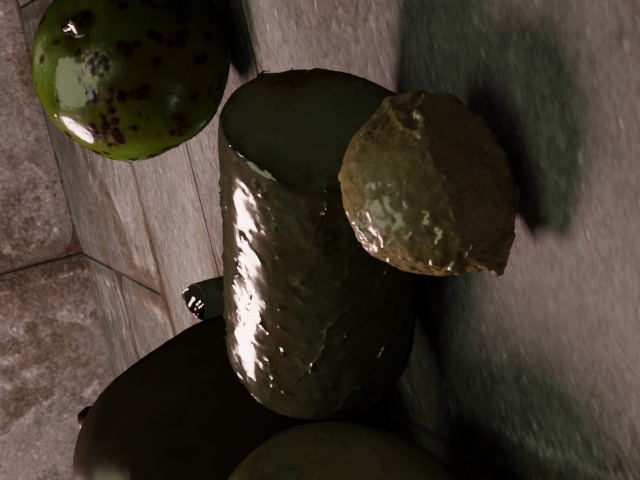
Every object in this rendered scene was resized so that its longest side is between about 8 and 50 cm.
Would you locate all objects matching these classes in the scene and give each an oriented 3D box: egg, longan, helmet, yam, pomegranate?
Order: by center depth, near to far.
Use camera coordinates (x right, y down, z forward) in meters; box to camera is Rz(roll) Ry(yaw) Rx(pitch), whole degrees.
[{"bbox_3d":[0.071,-0.034,1.241,0.118,0.116,0.140,29,-155,-35],"label":"egg"},{"bbox_3d":[0.000,0.000,1.463,0.268,0.161,0.161,89,161,-48],"label":"yam"},{"bbox_3d":[-0.087,0.193,1.733,0.300,0.300,0.243,-137,37,-66],"label":"longan"},{"bbox_3d":[-0.057,0.104,1.944,0.177,0.107,0.153,60,176,-26],"label":"helmet"},{"bbox_3d":[-0.179,-0.180,1.977,0.263,0.211,0.211,27,-142,-59],"label":"pomegranate"}]

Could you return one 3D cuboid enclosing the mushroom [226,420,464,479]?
[{"bbox_3d":[0.028,0.313,1.472,0.352,0.260,0.352,165,90,-73],"label":"mushroom"}]
